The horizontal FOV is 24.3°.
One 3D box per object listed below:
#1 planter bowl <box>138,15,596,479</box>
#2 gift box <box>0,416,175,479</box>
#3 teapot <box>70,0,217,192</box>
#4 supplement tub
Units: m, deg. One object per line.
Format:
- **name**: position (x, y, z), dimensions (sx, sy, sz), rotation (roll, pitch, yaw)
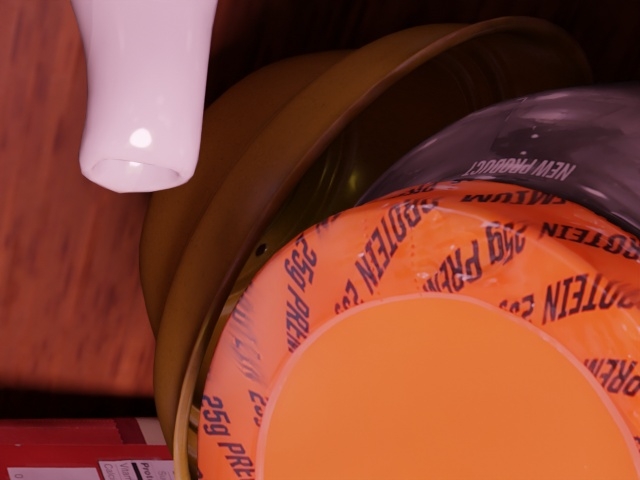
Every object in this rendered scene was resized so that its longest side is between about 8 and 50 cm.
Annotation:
- **planter bowl**: position (0.000, 0.000, 0.546), dimensions (0.217, 0.090, 0.217), rotation (-35, 144, -31)
- **gift box**: position (-0.095, 0.233, 0.629), dimensions (0.276, 0.255, 0.258), rotation (7, 124, -28)
- **teapot**: position (-0.016, -0.184, 0.353), dimensions (0.252, 0.187, 0.256), rotation (-29, 129, 8)
- **supplement tub**: position (0.133, 0.047, 0.485), dimensions (0.338, 0.207, 0.207), rotation (-13, 140, -50)
